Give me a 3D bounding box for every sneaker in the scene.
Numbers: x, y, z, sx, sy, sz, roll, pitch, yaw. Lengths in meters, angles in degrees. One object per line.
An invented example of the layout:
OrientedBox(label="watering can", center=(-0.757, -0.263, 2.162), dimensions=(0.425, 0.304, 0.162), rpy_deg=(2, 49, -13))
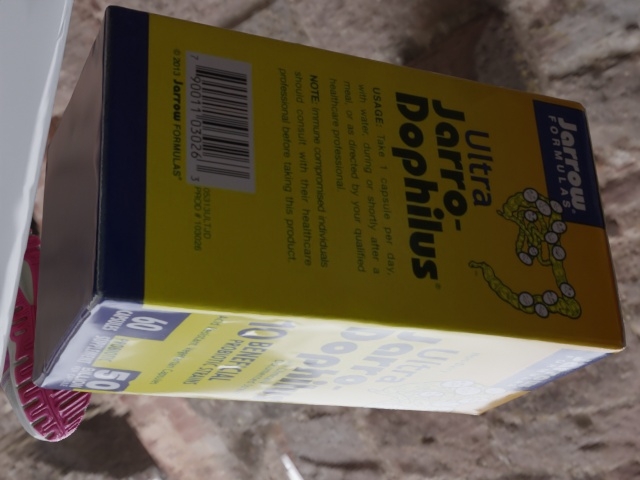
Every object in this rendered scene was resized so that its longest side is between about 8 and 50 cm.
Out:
OrientedBox(label="sneaker", center=(-0.342, 0.108, 1.166), dimensions=(0.103, 0.252, 0.111), rpy_deg=(-17, 178, -45))

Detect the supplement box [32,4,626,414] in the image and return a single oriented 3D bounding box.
OrientedBox(label="supplement box", center=(0.000, 0.000, 0.719), dimensions=(0.356, 0.195, 0.194), rpy_deg=(7, 155, -23))

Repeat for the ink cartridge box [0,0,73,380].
OrientedBox(label="ink cartridge box", center=(-0.242, -0.041, 0.458), dimensions=(0.160, 0.279, 0.385), rpy_deg=(-3, 134, -31))
